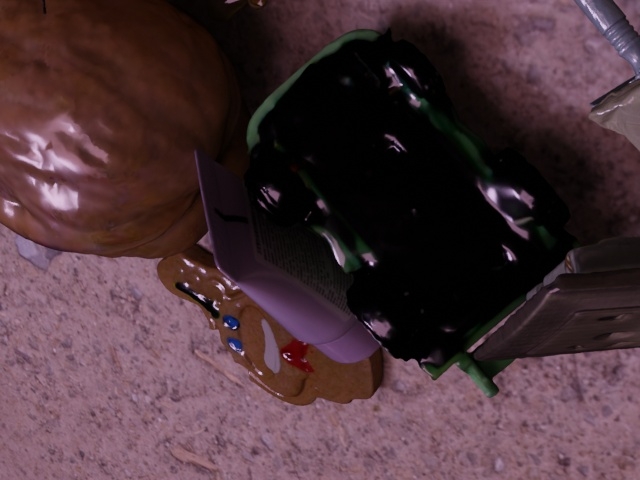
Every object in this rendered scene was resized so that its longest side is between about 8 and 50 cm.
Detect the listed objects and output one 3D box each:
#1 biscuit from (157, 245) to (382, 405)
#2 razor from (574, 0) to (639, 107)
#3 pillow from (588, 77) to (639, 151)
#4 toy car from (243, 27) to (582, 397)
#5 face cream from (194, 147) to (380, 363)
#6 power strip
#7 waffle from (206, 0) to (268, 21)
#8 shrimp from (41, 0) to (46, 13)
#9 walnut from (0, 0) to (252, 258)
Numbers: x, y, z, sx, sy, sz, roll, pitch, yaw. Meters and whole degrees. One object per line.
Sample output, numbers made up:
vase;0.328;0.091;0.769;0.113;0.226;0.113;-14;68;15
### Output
biscuit;-0.070;0.106;1.544;0.320;0.047;0.183;37;134;12
razor;0.210;-0.223;1.052;0.232;0.106;0.068;53;138;7
pillow;0.393;-0.082;0.944;0.281;0.076;0.274;30;145;-24
toy car;0.098;-0.021;1.210;0.213;0.176;0.358;-43;83;5
face cream;-0.032;0.030;1.242;0.096;0.154;0.274;-27;139;20
power strip;0.277;0.042;1.075;0.251;0.092;0.257;2;161;-7
waffle;-0.109;-0.365;1.203;0.329;0.062;0.329;22;134;25
shrimp;-0.275;-0.334;1.231;0.145;0.116;0.343;76;170;-50
walnut;-0.242;-0.138;1.319;0.344;0.306;0.306;22;132;19
